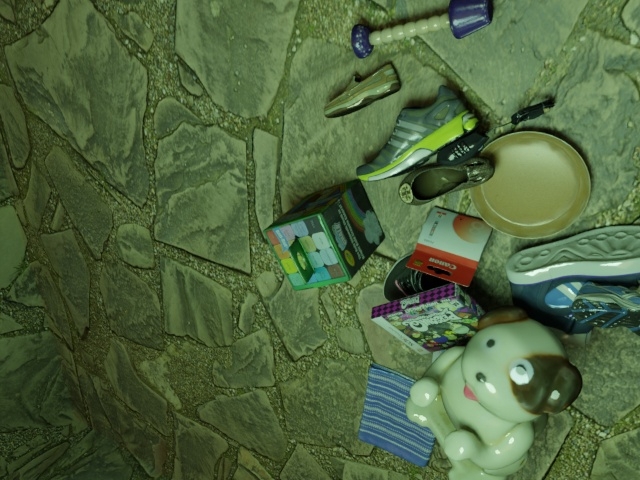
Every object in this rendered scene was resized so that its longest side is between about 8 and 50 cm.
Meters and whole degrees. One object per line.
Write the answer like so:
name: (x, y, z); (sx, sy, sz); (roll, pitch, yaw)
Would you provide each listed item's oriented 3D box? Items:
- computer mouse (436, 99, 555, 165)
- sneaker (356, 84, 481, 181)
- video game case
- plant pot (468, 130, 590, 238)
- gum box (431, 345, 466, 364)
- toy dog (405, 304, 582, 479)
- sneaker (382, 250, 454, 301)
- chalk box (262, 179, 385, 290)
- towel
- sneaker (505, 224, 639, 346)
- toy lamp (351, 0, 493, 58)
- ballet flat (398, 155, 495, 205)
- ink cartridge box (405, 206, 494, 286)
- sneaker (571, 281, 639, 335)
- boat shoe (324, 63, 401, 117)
computer mouse: (0.346, -0.207, 0.994); (0.242, 0.071, 0.041); (-26, 81, 24)
sneaker: (0.195, -0.223, 1.096); (0.300, 0.111, 0.121); (-28, 85, 34)
video game case: (0.272, 0.191, 1.172); (0.232, 0.042, 0.210); (-23, 132, 38)
plant pot: (0.432, -0.116, 1.044); (0.236, 0.032, 0.236); (15, 123, 24)
gum box: (0.355, 0.280, 1.298); (0.107, 0.062, 0.188); (15, 123, 25)
toy dog: (0.392, 0.334, 1.066); (0.395, 0.285, 0.408); (-13, 139, -7)
sneaker: (0.232, 0.095, 1.216); (0.104, 0.147, 0.296); (46, 132, -1)
chalk box: (0.000, 0.000, 1.212); (0.179, 0.289, 0.180); (-14, 108, 37)
towel: (0.241, 0.548, 1.541); (0.243, 0.040, 0.336); (19, 124, 21)
sneaker: (0.571, 0.111, 1.040); (0.322, 0.130, 0.236); (-14, 118, 32)
toy lamp: (0.196, -0.423, 0.987); (0.274, 0.080, 0.080); (2, 117, 32)
ballet flat: (0.262, -0.128, 1.101); (0.250, 0.058, 0.084); (-11, 101, 49)
ink cartridge box: (0.287, 0.008, 1.108); (0.145, 0.179, 0.045); (19, 136, 22)
sneaker: (0.571, 0.121, 0.897); (0.211, 0.081, 0.080); (15, 130, 22)
boat shoe: (0.086, -0.336, 1.121); (0.190, 0.068, 0.072); (-17, 94, 28)
